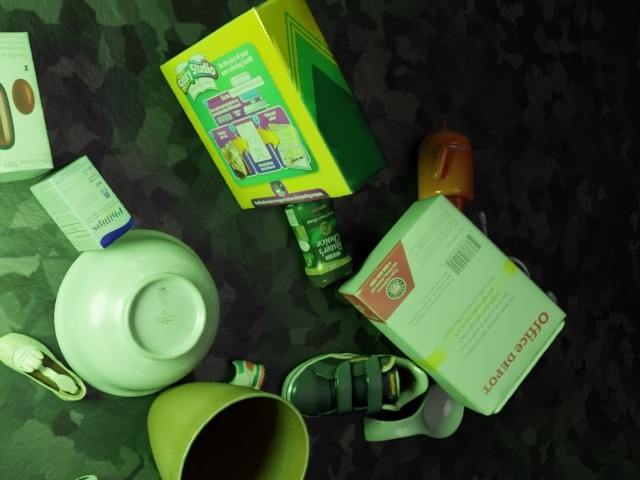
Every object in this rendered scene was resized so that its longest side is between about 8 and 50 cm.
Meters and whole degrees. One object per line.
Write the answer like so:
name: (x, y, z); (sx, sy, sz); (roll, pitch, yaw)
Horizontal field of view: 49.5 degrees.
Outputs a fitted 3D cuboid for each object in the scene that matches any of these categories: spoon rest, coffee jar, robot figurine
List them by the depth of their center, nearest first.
coffee jar: (0.000, 0.000, 1.420); (0.096, 0.079, 0.184); (-26, 103, -32)
spoon rest: (0.228, 0.395, 1.562); (0.276, 0.084, 0.137); (-10, 94, -33)
robot figurine: (0.285, -0.157, 1.584); (0.158, 0.128, 0.220); (10, 74, -37)

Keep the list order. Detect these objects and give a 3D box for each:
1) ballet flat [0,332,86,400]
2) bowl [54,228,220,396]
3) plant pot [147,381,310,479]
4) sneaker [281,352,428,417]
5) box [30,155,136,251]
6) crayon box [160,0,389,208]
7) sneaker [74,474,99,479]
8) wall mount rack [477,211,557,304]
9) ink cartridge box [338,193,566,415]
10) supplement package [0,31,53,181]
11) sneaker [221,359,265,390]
ballet flat: (-0.447, 0.204, 1.123); (0.168, 0.052, 0.057); (41, 67, -26)
bowl: (-0.286, 0.127, 1.188); (0.297, 0.134, 0.298); (1, 88, -35)
plant pot: (-0.187, 0.337, 1.167); (0.237, 0.254, 0.237); (-6, 100, -37)
sneaker: (0.081, 0.296, 1.441); (0.321, 0.127, 0.126); (-5, 93, -33)
box: (-0.387, -0.056, 1.129); (0.072, 0.126, 0.137); (-43, 112, -29)
crayon box: (-0.092, -0.221, 1.192); (0.106, 0.363, 0.313); (-38, 109, -29)
sneaker: (-0.436, 0.482, 1.104); (0.216, 0.079, 0.121); (-23, 100, -34)
wall mount rack: (0.400, 0.122, 1.665); (0.304, 0.130, 0.350); (45, 63, -5)
ink cartridge box: (0.277, 0.136, 1.468); (0.384, 0.160, 0.279); (43, 79, -8)
supplement package: (-0.525, -0.187, 1.023); (0.194, 0.149, 0.203); (-13, 95, -34)
sneaker: (-0.163, 0.305, 1.322); (0.075, 0.057, 0.161); (21, 78, -15)
